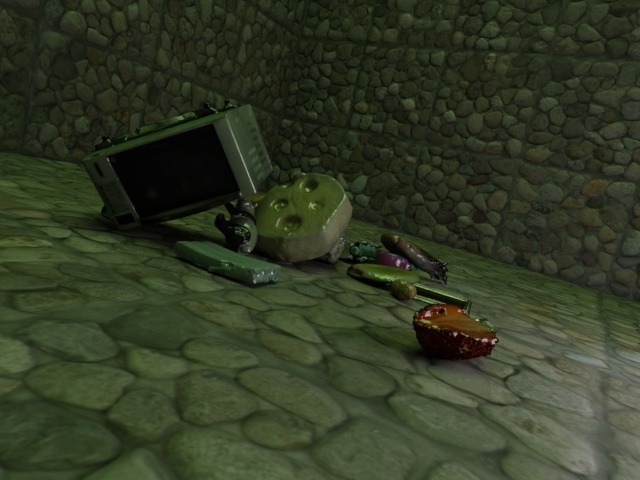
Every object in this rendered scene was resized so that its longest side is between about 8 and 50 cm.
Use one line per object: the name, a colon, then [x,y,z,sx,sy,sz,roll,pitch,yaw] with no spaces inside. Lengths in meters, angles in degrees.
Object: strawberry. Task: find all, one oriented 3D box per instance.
strawberry: [0.247,0.176,0.837,0.140,0.085,0.192,26,18,26]

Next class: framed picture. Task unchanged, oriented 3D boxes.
framed picture: [0.317,0.158,1.337,0.252,0.014,0.197,17,8,19]

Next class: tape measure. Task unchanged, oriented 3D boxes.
tape measure: [0.245,0.081,1.542,0.125,0.074,0.118,18,2,-9]

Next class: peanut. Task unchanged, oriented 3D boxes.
peanut: [0.223,0.132,1.217,0.054,0.053,0.113,12,5,-14]

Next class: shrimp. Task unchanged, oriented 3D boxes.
shrimp: [0.325,0.067,1.633,0.289,0.075,0.178,28,-10,-17]

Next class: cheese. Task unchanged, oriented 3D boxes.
cheese: [-0.070,-0.073,1.367,0.327,0.115,0.318,-19,43,-1]

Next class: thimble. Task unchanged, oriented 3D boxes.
thimble: [0.000,0.000,1.471,0.144,0.137,0.190,17,23,10]

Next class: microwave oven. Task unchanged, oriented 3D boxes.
microwave oven: [-0.373,-0.221,1.248,0.395,0.247,0.333,-14,20,8]

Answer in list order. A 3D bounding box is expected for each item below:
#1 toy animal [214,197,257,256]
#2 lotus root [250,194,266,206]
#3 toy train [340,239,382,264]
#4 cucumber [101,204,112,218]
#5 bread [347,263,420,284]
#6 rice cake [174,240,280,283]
toy animal: [-0.230,-0.042,1.247,0.121,0.093,0.225,16,34,-15]
lotus root: [-0.203,-0.120,1.912,0.169,0.151,0.343,1,5,30]
toy train: [0.143,0.040,1.624,0.125,0.080,0.194,4,-4,33]
cucumber: [-0.580,-0.089,1.354,0.117,0.062,0.115,18,5,21]
bread: [0.193,0.099,1.385,0.229,0.033,0.228,6,5,-1]
rice cake: [-0.219,0.049,1.062,0.237,0.043,0.127,17,8,25]
